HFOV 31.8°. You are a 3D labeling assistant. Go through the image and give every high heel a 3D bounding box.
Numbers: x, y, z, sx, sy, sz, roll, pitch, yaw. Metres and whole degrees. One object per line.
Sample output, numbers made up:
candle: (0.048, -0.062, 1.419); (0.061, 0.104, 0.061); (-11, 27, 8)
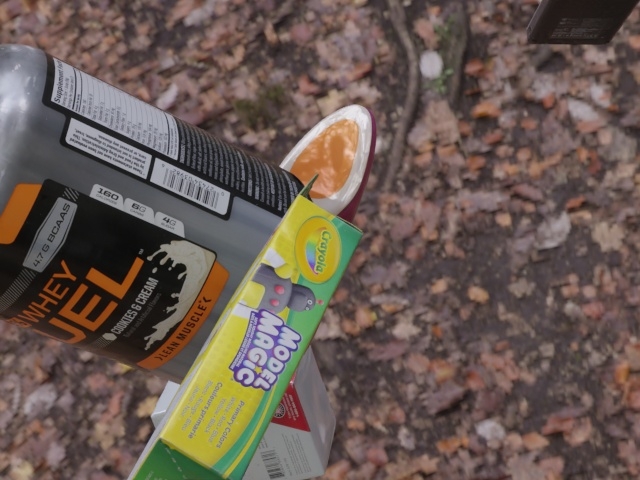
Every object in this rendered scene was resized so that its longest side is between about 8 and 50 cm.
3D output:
high heel: (0.000, 0.000, 1.020); (0.082, 0.117, 0.244); (19, 86, 25)

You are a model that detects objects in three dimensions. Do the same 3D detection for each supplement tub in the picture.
supplement tub: (-0.176, -0.020, 0.839); (0.193, 0.316, 0.193); (-41, 36, 39)

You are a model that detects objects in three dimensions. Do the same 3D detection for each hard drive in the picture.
hard drive: (0.278, -0.243, 1.181); (0.094, 0.135, 0.022); (0, 76, -3)

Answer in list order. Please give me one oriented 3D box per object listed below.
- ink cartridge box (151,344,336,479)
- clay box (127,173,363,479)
ink cartridge box: (-0.087, 0.210, 1.325); (0.176, 0.128, 0.127); (-14, 19, 12)
clay box: (-0.044, 0.070, 0.670); (0.053, 0.127, 0.222); (32, 49, -3)
